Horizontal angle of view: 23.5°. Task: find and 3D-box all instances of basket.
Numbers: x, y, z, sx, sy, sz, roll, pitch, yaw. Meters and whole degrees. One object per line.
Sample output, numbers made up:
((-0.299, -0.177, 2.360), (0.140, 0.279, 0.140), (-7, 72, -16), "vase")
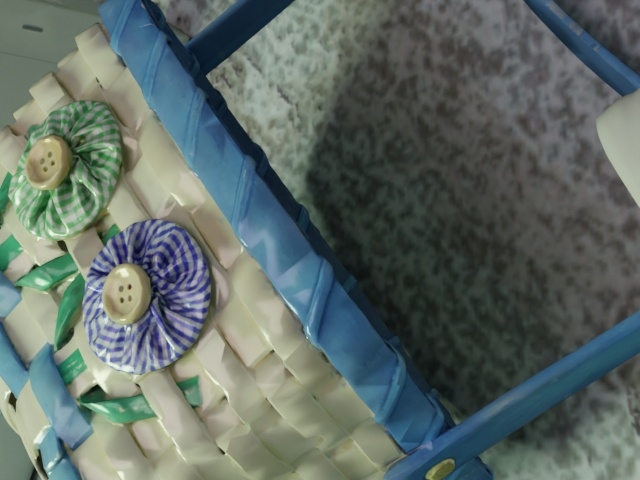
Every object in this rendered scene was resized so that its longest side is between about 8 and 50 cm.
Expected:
((0.000, 0.000, 0.635), (0.289, 0.201, 0.255), (-37, 55, -4), "basket")

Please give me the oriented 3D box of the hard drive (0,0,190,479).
((-0.204, 0.013, 0.812), (0.040, 0.203, 0.307), (34, 109, 41), "hard drive")

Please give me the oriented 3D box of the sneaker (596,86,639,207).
((0.229, 0.021, 0.452), (0.169, 0.108, 0.292), (-41, 69, 21), "sneaker")
